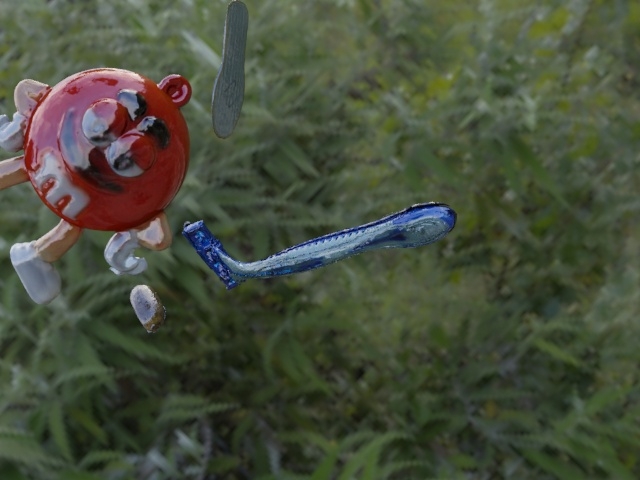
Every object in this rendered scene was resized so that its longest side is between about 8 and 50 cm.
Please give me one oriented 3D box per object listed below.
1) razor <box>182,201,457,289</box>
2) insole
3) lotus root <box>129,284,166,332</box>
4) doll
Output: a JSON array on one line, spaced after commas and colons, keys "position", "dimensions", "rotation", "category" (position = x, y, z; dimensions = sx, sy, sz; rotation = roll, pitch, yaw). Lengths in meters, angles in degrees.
[{"position": [-0.005, 0.009, 1.403], "dimensions": [0.324, 0.093, 0.056], "rotation": [-9, 41, 38], "category": "razor"}, {"position": [-0.120, -0.230, 1.870], "dimensions": [0.004, 0.188, 0.064], "rotation": [7, 2, 36], "category": "insole"}, {"position": [-0.245, 0.091, 1.960], "dimensions": [0.037, 0.030, 0.083], "rotation": [-34, 48, 3], "category": "lotus root"}, {"position": [-0.187, -0.054, 1.123], "dimensions": [0.217, 0.183, 0.085], "rotation": [-28, 11, 18], "category": "doll"}]
